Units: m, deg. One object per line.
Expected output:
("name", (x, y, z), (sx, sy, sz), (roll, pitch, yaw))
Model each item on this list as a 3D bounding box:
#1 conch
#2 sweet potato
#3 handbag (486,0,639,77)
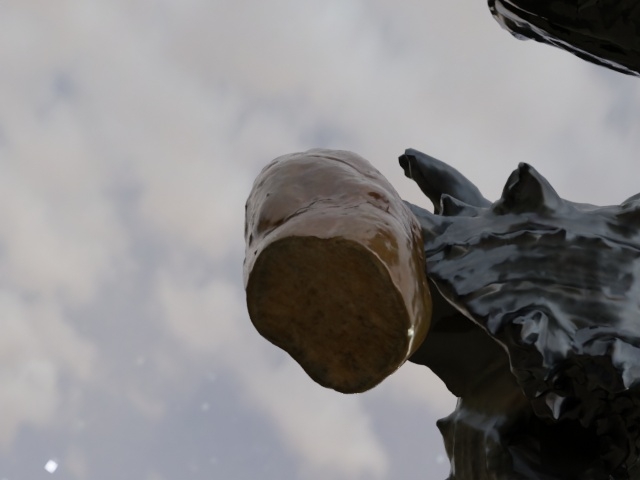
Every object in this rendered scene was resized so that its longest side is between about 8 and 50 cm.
("conch", (0.142, 0.081, 1.036), (0.240, 0.186, 0.313), (-33, -73, 36))
("sweet potato", (0.000, 0.000, 0.901), (0.097, 0.097, 0.252), (43, 7, -17))
("handbag", (0.195, -0.182, 0.820), (0.181, 0.254, 0.181), (19, -20, 17))
